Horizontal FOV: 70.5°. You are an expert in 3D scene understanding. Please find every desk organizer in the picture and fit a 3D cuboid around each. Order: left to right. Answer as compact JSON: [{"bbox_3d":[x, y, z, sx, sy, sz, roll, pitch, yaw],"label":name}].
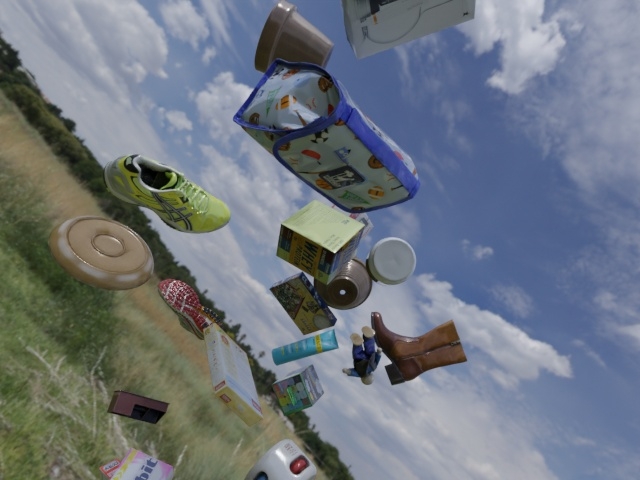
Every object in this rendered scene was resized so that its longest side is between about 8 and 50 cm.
[{"bbox_3d":[-0.441,0.406,1.099,0.130,0.050,0.047,31,-36,-31],"label":"desk organizer"}]

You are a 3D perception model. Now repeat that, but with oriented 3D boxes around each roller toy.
[{"bbox_3d":[-0.120,0.678,1.300,0.146,0.209,0.191,40,-30,24],"label":"roller toy"}]

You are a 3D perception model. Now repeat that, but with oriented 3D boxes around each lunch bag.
[{"bbox_3d":[0.021,-0.235,1.084,0.327,0.239,0.385,35,-3,-41],"label":"lunch bag"}]

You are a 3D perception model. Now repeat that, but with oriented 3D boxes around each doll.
[{"bbox_3d":[0.113,0.315,1.198,0.046,0.129,0.189,39,-32,46],"label":"doll"}]

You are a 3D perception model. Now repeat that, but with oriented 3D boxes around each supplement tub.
[{"bbox_3d":[0.216,0.067,1.404,0.144,0.144,0.200,45,-4,6],"label":"supplement tub"}]

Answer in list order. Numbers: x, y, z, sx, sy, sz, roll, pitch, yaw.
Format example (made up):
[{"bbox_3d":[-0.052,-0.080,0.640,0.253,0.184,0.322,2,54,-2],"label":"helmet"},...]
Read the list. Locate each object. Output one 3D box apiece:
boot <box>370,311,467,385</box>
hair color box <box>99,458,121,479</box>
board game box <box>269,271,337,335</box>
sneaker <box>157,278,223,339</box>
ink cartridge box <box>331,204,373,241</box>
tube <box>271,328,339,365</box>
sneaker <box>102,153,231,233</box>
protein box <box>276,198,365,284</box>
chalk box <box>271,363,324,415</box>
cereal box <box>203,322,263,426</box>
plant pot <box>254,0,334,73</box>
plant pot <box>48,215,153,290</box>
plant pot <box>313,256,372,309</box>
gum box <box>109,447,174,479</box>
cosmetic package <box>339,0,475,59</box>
[{"bbox_3d":[0.330,0.331,1.556,0.096,0.280,0.264,61,8,-71],"label":"boot"},{"bbox_3d":[-0.483,0.629,1.122,0.167,0.053,0.093,14,-72,37],"label":"hair color box"},{"bbox_3d":[-0.067,0.249,1.766,0.165,0.042,0.243,-24,-73,35],"label":"board game box"},{"bbox_3d":[-0.390,0.209,1.311,0.092,0.088,0.225,-33,-78,36],"label":"sneaker"},{"bbox_3d":[0.103,-0.060,1.756,0.092,0.159,0.218,39,-4,28],"label":"ink cartridge box"},{"bbox_3d":[-0.047,0.335,1.407,0.080,0.207,0.052,-104,175,-47],"label":"tube"},{"bbox_3d":[-0.413,-0.123,1.299,0.384,0.145,0.147,23,-24,-40],"label":"sneaker"},{"bbox_3d":[0.000,0.000,1.466,0.201,0.200,0.136,28,-49,19],"label":"protein box"},{"bbox_3d":[-0.093,0.585,1.762,0.133,0.132,0.213,68,15,9],"label":"chalk box"},{"bbox_3d":[-0.236,0.352,1.207,0.173,0.047,0.240,58,0,-35],"label":"cereal box"},{"bbox_3d":[-0.084,-0.687,1.634,0.229,0.263,0.263,26,-18,-4],"label":"plant pot"},{"bbox_3d":[-0.501,0.018,1.060,0.236,0.032,0.236,30,26,-16],"label":"plant pot"},{"bbox_3d":[0.088,0.179,1.762,0.237,0.237,0.110,52,14,-15],"label":"plant pot"},{"bbox_3d":[-0.412,0.563,0.968,0.107,0.188,0.062,20,-45,7],"label":"gum box"},{"bbox_3d":[0.167,-0.584,0.901,0.377,0.284,0.098,66,5,-57],"label":"cosmetic package"}]
